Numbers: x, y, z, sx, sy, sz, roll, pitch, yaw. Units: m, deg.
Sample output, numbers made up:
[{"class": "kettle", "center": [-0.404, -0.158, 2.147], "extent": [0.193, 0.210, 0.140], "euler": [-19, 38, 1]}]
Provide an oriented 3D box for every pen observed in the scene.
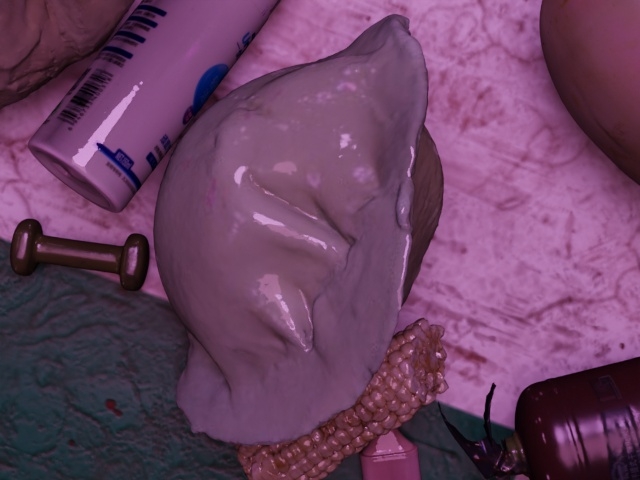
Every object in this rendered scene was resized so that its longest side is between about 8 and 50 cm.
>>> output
[{"class": "pen", "center": [0.066, 0.234, 0.952], "extent": [0.053, 0.032, 0.197], "euler": [-6, 98, 2]}]

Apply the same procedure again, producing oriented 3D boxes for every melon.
[{"class": "melon", "center": [0.318, -0.132, 0.820], "extent": [0.317, 0.223, 0.223], "euler": [36, 94, -1]}]

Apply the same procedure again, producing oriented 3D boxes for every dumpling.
[{"class": "dumpling", "center": [0.002, -0.012, 0.850], "extent": [0.270, 0.212, 0.320], "euler": [9, 112, 36]}]

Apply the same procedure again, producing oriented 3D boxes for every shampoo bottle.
[{"class": "shampoo bottle", "center": [-0.108, -0.166, 0.854], "extent": [0.092, 0.092, 0.303], "euler": [36, 74, -3]}]

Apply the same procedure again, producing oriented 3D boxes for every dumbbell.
[{"class": "dumbbell", "center": [-0.209, 0.012, 0.921], "extent": [0.118, 0.046, 0.052], "euler": [7, 90, -1]}]

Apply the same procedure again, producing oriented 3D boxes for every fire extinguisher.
[{"class": "fire extinguisher", "center": [0.276, 0.148, 0.899], "extent": [0.338, 0.114, 0.135], "euler": [-15, 111, 1]}]

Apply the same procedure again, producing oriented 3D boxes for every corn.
[{"class": "corn", "center": [0.021, 0.147, 0.901], "extent": [0.211, 0.087, 0.087], "euler": [-30, 95, 14]}]

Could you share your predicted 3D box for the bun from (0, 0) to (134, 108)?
[{"class": "bun", "center": [-0.289, -0.267, 0.768], "extent": [0.360, 0.211, 0.359], "euler": [-7, 107, -25]}]
